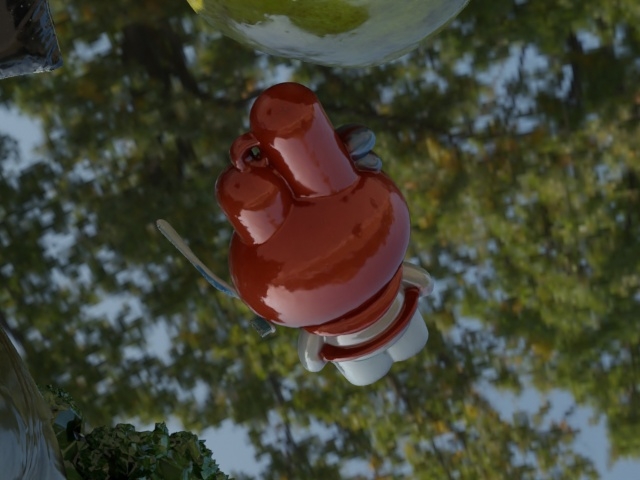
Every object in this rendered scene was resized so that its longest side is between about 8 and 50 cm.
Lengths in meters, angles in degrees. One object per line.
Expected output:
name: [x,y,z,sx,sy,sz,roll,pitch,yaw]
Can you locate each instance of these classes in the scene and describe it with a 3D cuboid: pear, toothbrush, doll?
pear: [0.021,-0.271,1.194,0.287,0.287,0.375,-34,-151,-17]
toothbrush: [-0.090,0.029,1.288,0.017,0.014,0.162,-32,-125,-21]
doll: [0.000,0.000,1.234,0.161,0.290,0.130,-32,-143,-2]

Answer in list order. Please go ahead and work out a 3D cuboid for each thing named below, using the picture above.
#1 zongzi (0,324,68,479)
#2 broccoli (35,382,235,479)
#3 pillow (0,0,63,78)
zongzi: [-0.354,0.042,1.080,0.181,0.418,0.447,-35,-102,-12]
broccoli: [-0.262,0.322,1.396,0.413,0.321,0.310,7,-154,-44]
pillow: [-0.344,-0.263,1.529,0.141,0.208,0.055,-14,-175,-10]
